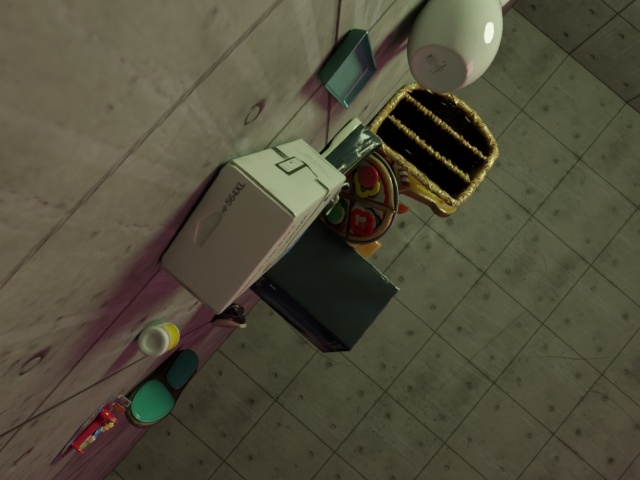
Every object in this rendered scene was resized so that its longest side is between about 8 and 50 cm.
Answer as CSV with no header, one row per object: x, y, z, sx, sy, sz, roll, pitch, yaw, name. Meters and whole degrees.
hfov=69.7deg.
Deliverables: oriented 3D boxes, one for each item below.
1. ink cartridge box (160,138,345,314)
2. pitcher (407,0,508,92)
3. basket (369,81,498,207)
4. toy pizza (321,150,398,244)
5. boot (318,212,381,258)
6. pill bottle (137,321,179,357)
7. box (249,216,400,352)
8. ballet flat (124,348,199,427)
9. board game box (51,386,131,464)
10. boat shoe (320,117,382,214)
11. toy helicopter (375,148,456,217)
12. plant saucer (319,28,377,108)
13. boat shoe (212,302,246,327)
-0.066,-0.026,0.529,0.148,0.086,0.203,-50,179,25,ink cartridge box
0.195,-0.312,0.694,0.177,0.125,0.207,-20,-144,60,pitcher
0.294,-0.258,1.158,0.213,0.299,0.223,-50,179,19,basket
0.065,-0.088,0.929,0.032,0.201,0.201,-16,153,-49,toy pizza
0.069,-0.056,1.158,0.283,0.220,0.109,-50,178,24,boot
-0.235,0.144,0.679,0.043,0.043,0.083,-49,178,-4,pill bottle
-0.021,0.100,1.058,0.183,0.294,0.296,-49,178,-18,box
-0.378,0.357,1.077,0.096,0.095,0.280,-37,-177,18,ballet flat
-0.416,0.353,0.855,0.169,0.033,0.133,-50,179,12,board game box
0.014,-0.111,0.852,0.254,0.079,0.095,-49,178,-12,boat shoe
0.252,-0.159,1.382,0.140,0.355,0.235,-51,-165,56,toy helicopter
0.035,-0.197,0.541,0.067,0.018,0.192,-50,178,13,plant saucer
-0.283,0.236,1.441,0.233,0.084,0.079,78,14,-80,boat shoe
